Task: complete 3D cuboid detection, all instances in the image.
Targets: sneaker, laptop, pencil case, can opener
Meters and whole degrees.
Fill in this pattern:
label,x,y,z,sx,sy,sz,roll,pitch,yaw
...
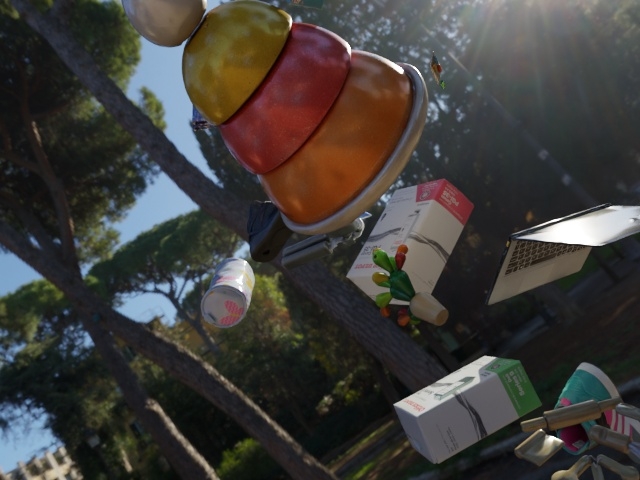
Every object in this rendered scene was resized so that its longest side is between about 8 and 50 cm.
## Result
label,x,y,z,sx,sy,sz,roll,pitch,yaw
sneaker,-0.091,-0.068,1.259,0.087,0.130,0.227,14,-50,-39
laptop,0.700,0.050,1.505,0.381,0.236,0.408,-15,-46,-23
pencil case,-0.243,0.133,1.506,0.124,0.114,0.273,-24,14,2
sneaker,0.663,0.458,1.357,0.178,0.296,0.124,-39,6,-16
can opener,0.000,0.000,1.616,0.280,0.093,0.074,-26,36,28

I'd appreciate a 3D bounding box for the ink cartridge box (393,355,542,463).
label,x,y,z,sx,sy,sz,roll,pitch,yaw
ink cartridge box,0.348,0.403,1.392,0.289,0.122,0.211,-25,-4,-11

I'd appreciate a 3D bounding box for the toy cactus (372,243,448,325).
label,x,y,z,sx,sy,sz,roll,pitch,yaw
toy cactus,0.175,0.103,1.087,0.112,0.180,0.219,-34,-52,-19

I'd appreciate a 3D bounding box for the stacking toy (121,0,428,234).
label,x,y,z,sx,sy,sz,roll,pitch,yaw
stacking toy,-0.095,-0.259,0.909,0.479,0.351,0.350,34,-66,-29

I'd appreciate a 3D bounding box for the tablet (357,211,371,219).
label,x,y,z,sx,sy,sz,roll,pitch,yaw
tablet,0.108,-0.083,1.705,0.054,0.083,0.006,-17,-58,-31

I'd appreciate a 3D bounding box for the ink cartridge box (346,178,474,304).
label,x,y,z,sx,sy,sz,roll,pitch,yaw
ink cartridge box,0.217,0.006,1.391,0.207,0.117,0.283,-7,47,60

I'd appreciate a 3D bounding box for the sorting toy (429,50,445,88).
label,x,y,z,sx,sy,sz,roll,pitch,yaw
sorting toy,0.286,-0.408,1.379,0.012,0.062,0.083,-9,-38,29

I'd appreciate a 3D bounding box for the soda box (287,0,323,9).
label,x,y,z,sx,sy,sz,roll,pitch,yaw
soda box,-0.014,-0.539,1.034,0.071,0.067,0.210,-2,-54,-29

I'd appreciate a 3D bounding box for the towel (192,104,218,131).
label,x,y,z,sx,sy,sz,roll,pitch,yaw
towel,-0.168,-0.365,1.475,0.335,0.243,0.040,-12,-60,-5

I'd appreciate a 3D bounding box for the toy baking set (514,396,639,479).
label,x,y,z,sx,sy,sz,roll,pitch,yaw
toy baking set,0.421,0.300,0.832,0.256,0.030,0.197,-18,20,0
